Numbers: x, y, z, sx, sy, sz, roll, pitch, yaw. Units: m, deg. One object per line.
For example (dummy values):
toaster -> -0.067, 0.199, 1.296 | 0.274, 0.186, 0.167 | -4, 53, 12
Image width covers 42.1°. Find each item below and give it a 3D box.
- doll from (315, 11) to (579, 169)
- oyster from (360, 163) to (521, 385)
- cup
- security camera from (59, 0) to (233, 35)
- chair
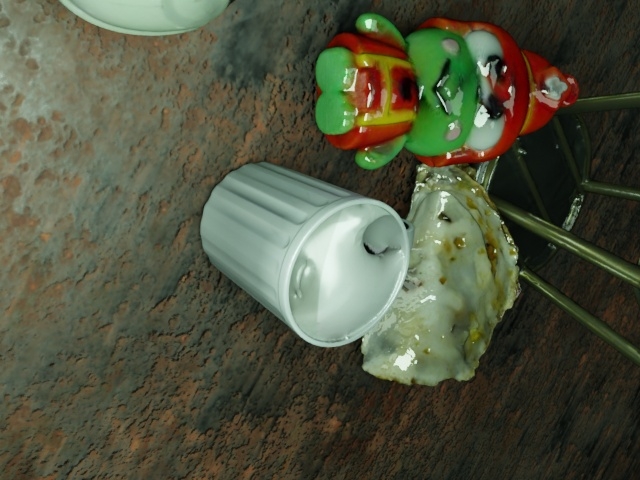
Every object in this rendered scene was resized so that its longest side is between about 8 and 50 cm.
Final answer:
doll -> 0.166, -0.182, 1.031 | 0.363, 0.160, 0.182 | -4, 92, -19
oyster -> 0.182, 0.038, 1.148 | 0.111, 0.204, 0.395 | -27, 131, -62
cup -> -0.009, 0.013, 0.960 | 0.221, 0.202, 0.166 | 25, 92, -43
security camera -> -0.151, -0.312, 0.715 | 0.191, 0.197, 0.277 | -14, 125, -24
chair -> 0.441, -0.024, 1.161 | 0.361, 0.410, 0.364 | -54, 136, -13
